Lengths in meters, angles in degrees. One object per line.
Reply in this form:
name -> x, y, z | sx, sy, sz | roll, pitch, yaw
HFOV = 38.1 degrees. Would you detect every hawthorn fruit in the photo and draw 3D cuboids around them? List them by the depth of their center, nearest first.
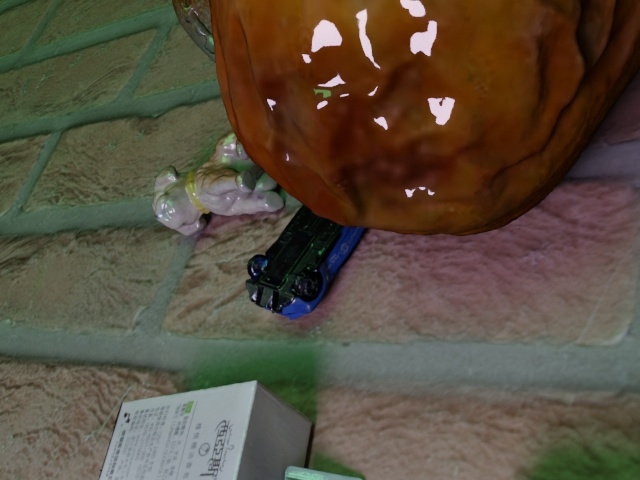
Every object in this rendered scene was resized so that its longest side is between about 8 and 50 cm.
hawthorn fruit -> 0.107, -0.218, 0.891 | 0.472, 0.472, 0.471 | -24, 44, 25

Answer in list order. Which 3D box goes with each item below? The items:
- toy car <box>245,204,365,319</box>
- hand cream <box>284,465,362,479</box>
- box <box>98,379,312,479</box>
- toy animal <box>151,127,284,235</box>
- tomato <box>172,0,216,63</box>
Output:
toy car -> 0.000, 0.000, 1.088 | 0.103, 0.063, 0.216 | 15, 61, 47
hand cream -> -0.018, 0.307, 0.846 | 0.078, 0.050, 0.205 | 6, 55, 14
box -> -0.132, 0.284, 0.918 | 0.194, 0.111, 0.260 | -13, 47, 33
toy animal -> -0.145, -0.097, 1.275 | 0.185, 0.104, 0.183 | -24, 45, 32
tomato -> -0.055, -0.322, 1.234 | 0.239, 0.303, 0.303 | -48, 38, 6
